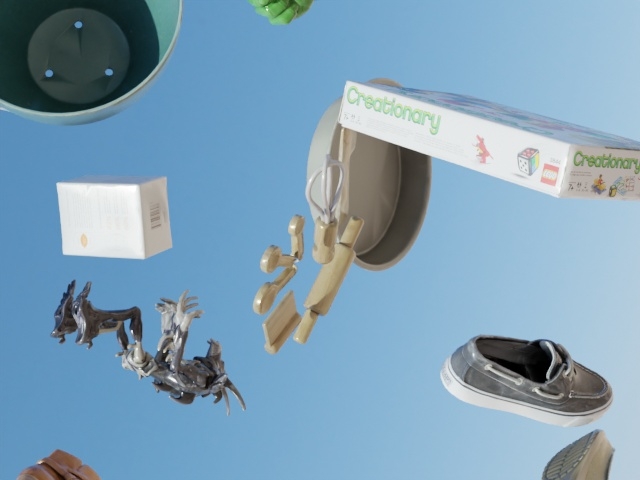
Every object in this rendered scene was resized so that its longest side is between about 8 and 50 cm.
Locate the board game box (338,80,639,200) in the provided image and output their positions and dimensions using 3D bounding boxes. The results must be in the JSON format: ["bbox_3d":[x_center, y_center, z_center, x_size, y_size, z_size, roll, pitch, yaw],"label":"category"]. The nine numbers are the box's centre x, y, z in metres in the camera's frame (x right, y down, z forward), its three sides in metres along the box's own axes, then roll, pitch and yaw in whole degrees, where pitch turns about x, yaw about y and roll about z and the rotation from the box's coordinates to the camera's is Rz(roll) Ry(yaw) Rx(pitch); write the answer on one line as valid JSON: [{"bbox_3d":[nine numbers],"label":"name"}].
[{"bbox_3d":[0.188,-0.101,1.186,0.193,0.305,0.053,0,-74,-41],"label":"board game box"}]

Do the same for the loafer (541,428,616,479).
[{"bbox_3d":[0.377,0.375,1.716,0.102,0.092,0.268,-39,4,37],"label":"loafer"}]

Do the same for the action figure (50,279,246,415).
[{"bbox_3d":[-0.212,0.134,1.591,0.164,0.276,0.141,-18,47,59],"label":"action figure"}]

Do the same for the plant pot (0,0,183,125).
[{"bbox_3d":[-0.318,-0.267,1.504,0.195,0.290,0.290,111,-177,-77],"label":"plant pot"}]

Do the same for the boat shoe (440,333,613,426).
[{"bbox_3d":[0.325,0.195,1.738,0.102,0.301,0.108,-56,31,37],"label":"boat shoe"}]

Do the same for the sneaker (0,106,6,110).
[{"bbox_3d":[-0.524,-0.253,2.131,0.061,0.152,0.053,58,-140,-84],"label":"sneaker"}]

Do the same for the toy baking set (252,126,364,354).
[{"bbox_3d":[0.001,0.004,1.290,0.256,0.030,0.197,-62,-20,-14],"label":"toy baking set"}]

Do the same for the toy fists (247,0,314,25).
[{"bbox_3d":[-0.090,-0.520,2.168,0.142,0.096,0.279,-24,-47,-2],"label":"toy fists"}]

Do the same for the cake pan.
[{"bbox_3d":[0.075,-0.100,1.797,0.293,0.054,0.293,-9,-78,-53],"label":"cake pan"}]

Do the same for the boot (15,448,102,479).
[{"bbox_3d":[-0.332,0.379,1.619,0.073,0.197,0.152,-41,2,20],"label":"boot"}]

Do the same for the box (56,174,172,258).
[{"bbox_3d":[-0.354,-0.043,2.029,0.091,0.170,0.130,-27,-62,-62],"label":"box"}]
